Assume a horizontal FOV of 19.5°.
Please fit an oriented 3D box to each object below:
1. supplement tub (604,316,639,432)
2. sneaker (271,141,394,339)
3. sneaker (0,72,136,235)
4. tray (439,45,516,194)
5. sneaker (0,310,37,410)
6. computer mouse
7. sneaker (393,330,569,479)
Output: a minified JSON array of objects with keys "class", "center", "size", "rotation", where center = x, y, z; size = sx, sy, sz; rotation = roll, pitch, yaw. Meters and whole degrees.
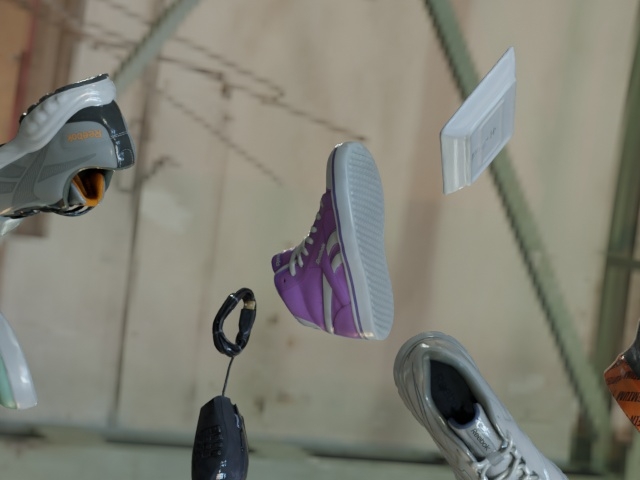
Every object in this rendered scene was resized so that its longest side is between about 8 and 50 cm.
[{"class":"supplement tub","center":[0.410,0.068,1.602],"size":[0.316,0.193,0.193],"rotation":[-42,-141,13]},{"class":"sneaker","center":[0.000,0.001,2.441],"size":[0.161,0.102,0.282],"rotation":[7,-63,26]},{"class":"sneaker","center":[-0.276,-0.060,1.870],"size":[0.271,0.100,0.108],"rotation":[-37,-101,47]},{"class":"tray","center":[0.208,-0.142,2.375],"size":[0.145,0.030,0.270],"rotation":[-49,167,-8]},{"class":"sneaker","center":[-0.367,0.107,1.687],"size":[0.256,0.151,0.094],"rotation":[33,-39,43]},{"class":"computer mouse","center":[-0.083,0.151,1.843],"size":[0.041,0.071,0.242],"rotation":[-14,-125,31]},{"class":"sneaker","center":[0.175,0.228,1.947],"size":[0.297,0.111,0.129],"rotation":[51,0,4]}]
